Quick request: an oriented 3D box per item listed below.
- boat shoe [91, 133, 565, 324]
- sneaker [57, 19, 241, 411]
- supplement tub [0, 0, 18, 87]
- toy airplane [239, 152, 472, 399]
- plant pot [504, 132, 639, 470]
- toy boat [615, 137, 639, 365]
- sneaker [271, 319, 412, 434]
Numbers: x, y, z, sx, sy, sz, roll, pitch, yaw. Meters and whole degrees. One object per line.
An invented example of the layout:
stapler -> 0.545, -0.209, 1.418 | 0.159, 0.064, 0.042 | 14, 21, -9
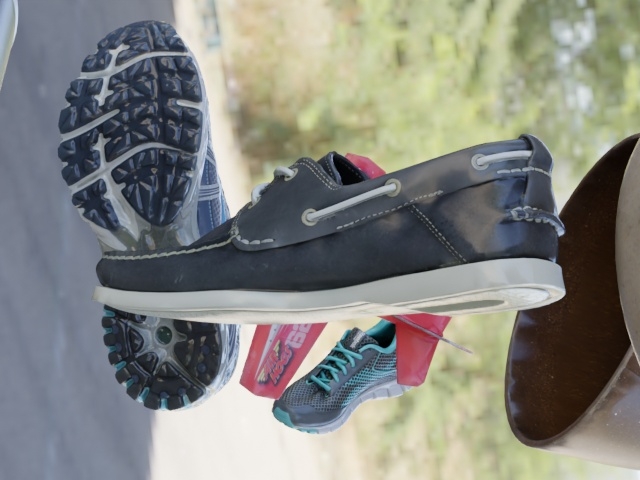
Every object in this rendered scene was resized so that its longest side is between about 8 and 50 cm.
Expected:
boat shoe -> 0.000, 0.000, 0.879 | 0.084, 0.233, 0.079 | 14, 71, -64
sneaker -> -0.116, -0.016, 1.373 | 0.122, 0.110, 0.283 | 19, 66, -76
supplement tub -> -0.310, -0.128, 1.282 | 0.272, 0.191, 0.191 | -90, 171, -51
toy airplane -> 0.019, 0.029, 1.076 | 0.028, 0.151, 0.151 | 39, 43, -88
plant pot -> 0.271, 0.072, 1.228 | 0.215, 0.230, 0.215 | -60, -164, 29
toy boat -> 0.208, -0.007, 0.571 | 0.151, 0.231, 0.151 | 67, -20, -6
sneaker -> 0.020, 0.112, 1.660 | 0.166, 0.065, 0.076 | -26, 133, -43
